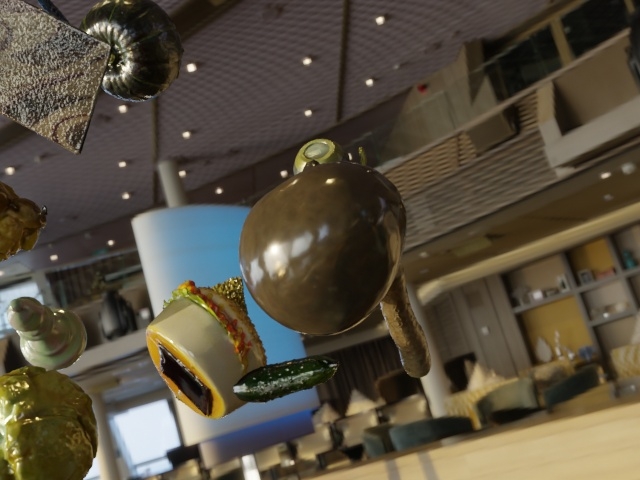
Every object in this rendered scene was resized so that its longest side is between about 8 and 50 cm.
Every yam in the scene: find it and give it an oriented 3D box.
[{"bbox_3d":[0.151,0.145,1.413,0.066,0.066,0.299,-18,-46,5],"label":"yam"}]

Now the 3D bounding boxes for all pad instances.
[{"bbox_3d":[-0.544,-0.320,1.408,0.220,0.330,0.004,-67,-11,21],"label":"pad"}]

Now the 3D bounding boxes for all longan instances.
[{"bbox_3d":[0.000,0.000,1.232,0.300,0.300,0.243,-21,-30,21],"label":"longan"}]

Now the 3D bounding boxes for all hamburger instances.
[{"bbox_3d":[-0.231,0.232,1.623,0.179,0.276,0.294,-37,-27,-32],"label":"hamburger"}]

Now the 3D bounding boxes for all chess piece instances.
[{"bbox_3d":[-0.579,0.172,1.585,0.139,0.139,0.271,-15,-23,-8],"label":"chess piece"}]

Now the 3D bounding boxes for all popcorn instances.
[{"bbox_3d":[-0.458,0.314,1.252,0.184,0.221,0.204,-33,-46,15],"label":"popcorn"},{"bbox_3d":[-0.605,-0.036,1.389,0.194,0.163,0.140,27,7,-34],"label":"popcorn"}]

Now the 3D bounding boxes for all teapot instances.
[{"bbox_3d":[0.024,-0.162,1.736,0.166,0.130,0.119,-12,-46,9],"label":"teapot"}]

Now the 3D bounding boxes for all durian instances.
[{"bbox_3d":[-0.260,0.200,2.060,0.138,0.193,0.237,-10,-28,-6],"label":"durian"}]

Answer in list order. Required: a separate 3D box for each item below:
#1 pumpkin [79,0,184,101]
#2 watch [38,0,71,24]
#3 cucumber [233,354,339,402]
[{"bbox_3d":[-0.577,-0.584,2.354,0.323,0.323,0.241,-23,13,26],"label":"pumpkin"},{"bbox_3d":[-0.655,-0.643,1.967,0.275,0.068,0.276,25,-63,-30],"label":"watch"},{"bbox_3d":[-0.061,0.248,1.389,0.227,0.069,0.069,-19,-12,27],"label":"cucumber"}]
